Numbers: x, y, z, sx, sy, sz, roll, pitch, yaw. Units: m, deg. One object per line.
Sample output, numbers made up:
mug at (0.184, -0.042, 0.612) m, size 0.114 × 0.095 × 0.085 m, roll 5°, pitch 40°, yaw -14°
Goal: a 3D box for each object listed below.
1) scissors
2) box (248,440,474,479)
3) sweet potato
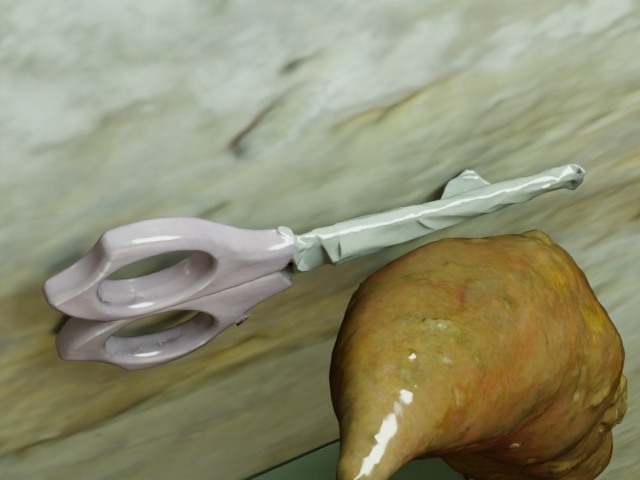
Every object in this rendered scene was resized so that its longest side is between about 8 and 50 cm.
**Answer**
scissors at (0.000, 0.001, 0.689) m, size 0.212 × 0.021 × 0.110 m, roll -18°, pitch 157°, yaw -10°
box at (0.006, 0.211, 0.962) m, size 0.225 × 0.117 × 0.225 m, roll -23°, pitch 152°, yaw 2°
sweet potato at (0.078, 0.052, 0.744) m, size 0.095 × 0.106 × 0.354 m, roll 15°, pitch 177°, yaw 19°
